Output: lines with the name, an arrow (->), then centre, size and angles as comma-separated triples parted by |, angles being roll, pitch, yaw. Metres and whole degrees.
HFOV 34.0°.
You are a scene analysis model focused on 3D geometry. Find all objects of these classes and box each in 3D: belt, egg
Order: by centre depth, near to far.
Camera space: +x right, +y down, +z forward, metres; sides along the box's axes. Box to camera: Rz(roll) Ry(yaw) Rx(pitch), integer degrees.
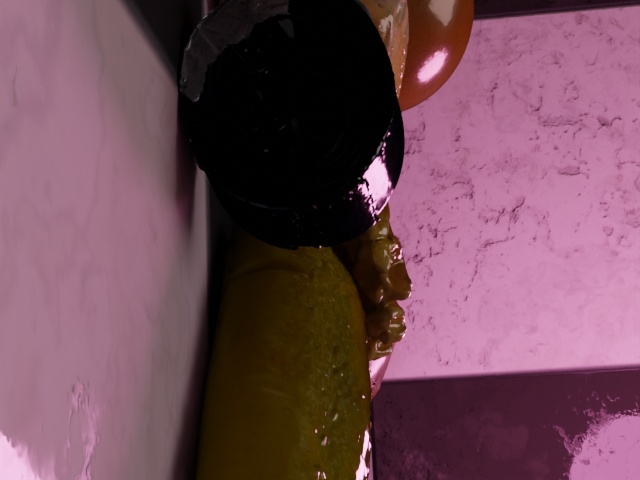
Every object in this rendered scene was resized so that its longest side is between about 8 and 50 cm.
belt -> -0.022, -0.092, 0.727 | 0.078, 0.151, 0.198 | 66, 10, -62
egg -> 0.078, -0.295, 1.410 | 0.322, 0.250, 0.250 | 92, -4, -71

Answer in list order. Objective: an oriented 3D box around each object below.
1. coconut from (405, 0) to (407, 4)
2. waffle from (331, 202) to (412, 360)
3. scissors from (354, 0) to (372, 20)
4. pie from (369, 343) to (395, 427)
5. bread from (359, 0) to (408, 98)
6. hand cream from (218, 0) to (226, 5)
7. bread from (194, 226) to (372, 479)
coconut -> 0.015, -0.263, 1.184 | 0.183, 0.170, 0.171 | 88, 2, -52
waffle -> 0.008, -0.012, 0.954 | 0.253, 0.056, 0.249 | -165, -116, -68
scissors -> -0.003, -0.276, 0.937 | 0.041, 0.138, 0.289 | -18, 118, -44
pie -> 0.040, 0.208, 1.375 | 0.273, 0.069, 0.273 | 18, 90, -78
bread -> 0.012, -0.164, 1.085 | 0.236, 0.140, 0.106 | 97, 14, -50
hand cream -> -0.054, -0.223, 0.893 | 0.147, 0.093, 0.306 | 77, -1, -77
bread -> -0.020, 0.136, 0.737 | 0.384, 0.112, 0.166 | -87, 172, -54
